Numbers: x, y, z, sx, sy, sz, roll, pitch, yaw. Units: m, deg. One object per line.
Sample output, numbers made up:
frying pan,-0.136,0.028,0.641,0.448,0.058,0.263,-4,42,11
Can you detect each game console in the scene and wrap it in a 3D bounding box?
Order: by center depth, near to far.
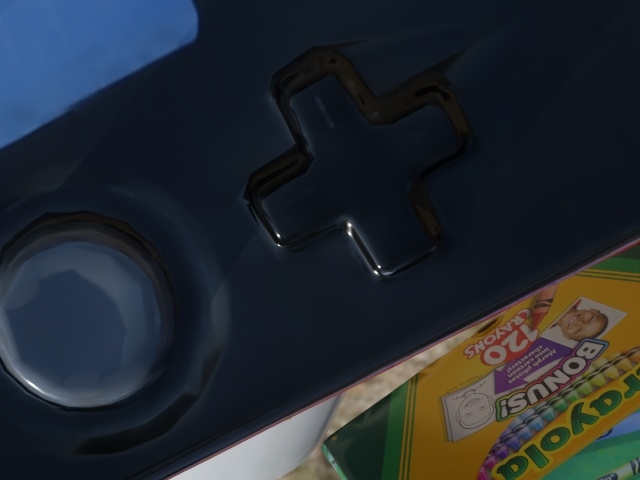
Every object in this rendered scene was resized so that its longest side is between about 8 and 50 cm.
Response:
game console,-0.077,-0.142,0.344,0.342,0.387,0.060,-27,-176,10

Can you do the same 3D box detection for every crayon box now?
crayon box,0.155,0.115,1.039,0.278,0.165,0.081,-35,118,-4

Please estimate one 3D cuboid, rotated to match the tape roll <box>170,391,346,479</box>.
tape roll,-0.080,0.057,1.306,0.246,0.246,0.169,-7,146,-24
